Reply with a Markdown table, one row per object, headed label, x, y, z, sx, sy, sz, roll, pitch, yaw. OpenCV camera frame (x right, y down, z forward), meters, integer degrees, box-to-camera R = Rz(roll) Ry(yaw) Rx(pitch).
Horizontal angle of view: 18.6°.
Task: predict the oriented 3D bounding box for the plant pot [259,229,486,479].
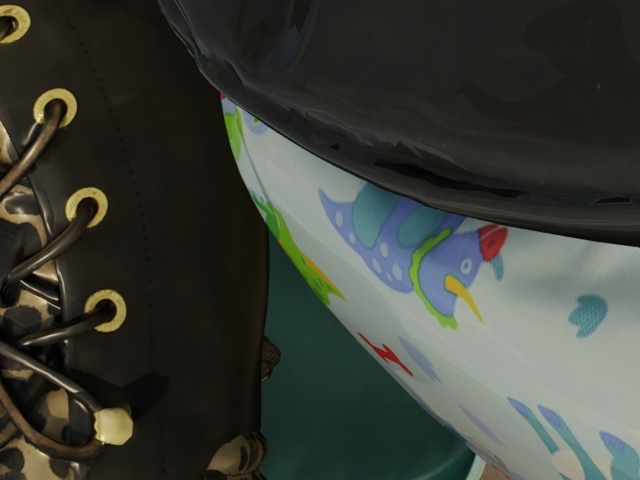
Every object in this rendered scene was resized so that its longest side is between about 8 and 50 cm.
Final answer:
| label | x | y | z | sx | sy | sz | roll | pitch | yaw |
| --- | --- | --- | --- | --- | --- | --- | --- | --- | --- |
| plant pot | 0.000 | 0.000 | 1.124 | 0.255 | 0.272 | 0.271 | -60 | -8 | -49 |

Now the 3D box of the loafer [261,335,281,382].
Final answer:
| label | x | y | z | sx | sy | sz | roll | pitch | yaw |
| --- | --- | --- | --- | --- | --- | --- | --- | --- | --- |
| loafer | -0.054 | 0.056 | 0.960 | 0.050 | 0.056 | 0.148 | 54 | 171 | 5 |

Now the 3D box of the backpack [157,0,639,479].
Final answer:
| label | x | y | z | sx | sy | sz | roll | pitch | yaw |
| --- | --- | --- | --- | --- | --- | --- | --- | --- | --- |
| backpack | 0.144 | 0.003 | 0.478 | 0.290 | 0.355 | 0.273 | 26 | 94 | 48 |

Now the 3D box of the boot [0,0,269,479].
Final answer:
| label | x | y | z | sx | sy | sz | roll | pitch | yaw |
| --- | --- | --- | --- | --- | --- | --- | --- | --- | --- |
| boot | -0.112 | -0.015 | 0.703 | 0.138 | 0.377 | 0.284 | 2 | 87 | 23 |
